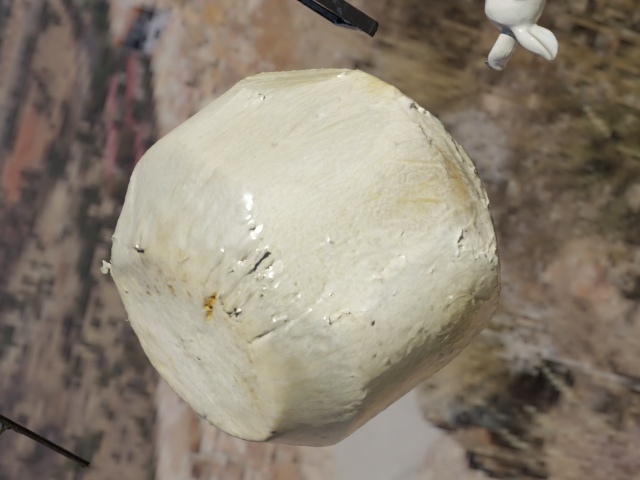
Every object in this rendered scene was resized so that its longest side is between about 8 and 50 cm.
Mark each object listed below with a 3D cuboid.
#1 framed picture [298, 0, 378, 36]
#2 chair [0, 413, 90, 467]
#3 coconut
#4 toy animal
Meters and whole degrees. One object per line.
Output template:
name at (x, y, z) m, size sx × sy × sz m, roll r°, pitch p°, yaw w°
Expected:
framed picture at (-0.074, -0.253, 1.498) m, size 0.018 × 0.265 × 0.192 m, roll -57°, pitch 12°, yaw 5°
chair at (-0.342, 0.172, 1.350) m, size 0.159 × 0.325 × 0.170 m, roll -19°, pitch 46°, yaw 34°
coconut at (0.000, 0.000, 1.181) m, size 0.247 × 0.245 × 0.245 m, roll -39°, pitch 8°, yaw -28°
toy animal at (0.177, -0.225, 1.553) m, size 0.071 × 0.085 × 0.124 m, roll 2°, pitch 63°, yaw 50°
